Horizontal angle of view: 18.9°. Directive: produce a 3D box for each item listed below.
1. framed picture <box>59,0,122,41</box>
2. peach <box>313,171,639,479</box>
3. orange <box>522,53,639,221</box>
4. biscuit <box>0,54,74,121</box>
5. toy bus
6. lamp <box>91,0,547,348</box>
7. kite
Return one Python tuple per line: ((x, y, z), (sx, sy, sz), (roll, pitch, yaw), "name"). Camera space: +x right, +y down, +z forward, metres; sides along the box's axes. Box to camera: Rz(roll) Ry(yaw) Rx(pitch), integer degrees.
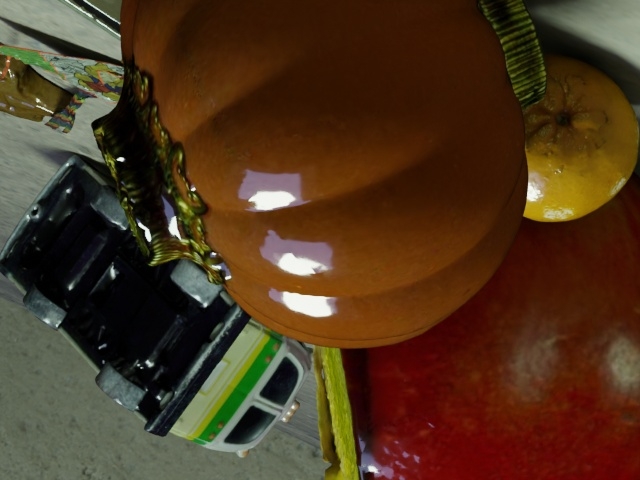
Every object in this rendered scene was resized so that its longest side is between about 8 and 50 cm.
((-0.120, -0.160, 1.149), (0.315, 0.024, 0.232), (34, 168, -25), "framed picture")
((0.087, 0.077, 1.061), (0.245, 0.275, 0.248), (6, -170, 20), "peach")
((0.113, -0.049, 0.937), (0.083, 0.083, 0.070), (27, 179, 1), "orange")
((-0.304, -0.149, 1.613), (0.215, 0.034, 0.182), (26, 169, 9), "biscuit")
((-0.151, 0.063, 1.799), (0.179, 0.143, 0.305), (30, -173, -47), "toy bus")
((-0.001, -0.058, 0.858), (0.223, 0.196, 0.223), (63, 172, 17), "lamp")
((-0.189, -0.112, 1.508), (0.198, 0.006, 0.244), (23, 165, -18), "kite")
